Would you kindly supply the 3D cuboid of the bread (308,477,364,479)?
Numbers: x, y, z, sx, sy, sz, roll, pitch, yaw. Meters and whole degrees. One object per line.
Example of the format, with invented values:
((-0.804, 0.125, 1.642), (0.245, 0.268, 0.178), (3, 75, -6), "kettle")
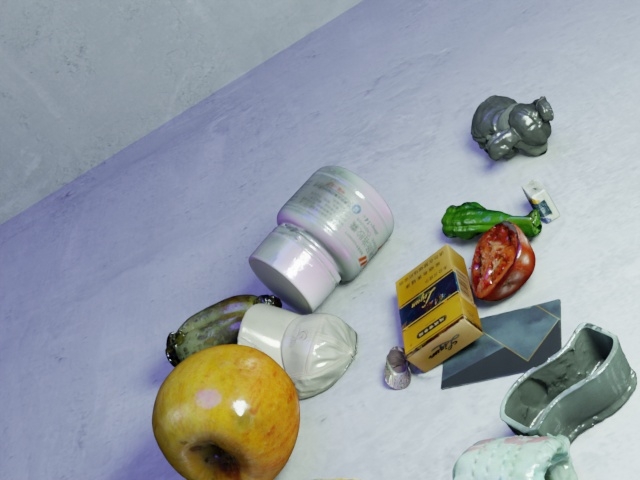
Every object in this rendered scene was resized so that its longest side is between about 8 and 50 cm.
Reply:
((-0.051, 0.520, 1.313), (0.389, 0.183, 0.236), (-12, 33, -11), "bread")

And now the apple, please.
((-0.180, 0.346, 1.674), (0.299, 0.299, 0.275), (-17, 23, 29), "apple")

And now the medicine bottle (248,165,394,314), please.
((0.000, 0.000, 1.977), (0.302, 0.241, 0.241), (-48, 34, -18), "medicine bottle")

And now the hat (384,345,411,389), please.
((0.161, 0.258, 1.691), (0.058, 0.042, 0.087), (-23, 69, 27), "hat")

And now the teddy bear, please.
((0.449, -0.248, 1.962), (0.171, 0.144, 0.251), (-41, 23, 0), "teddy bear")

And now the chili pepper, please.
((0.363, -0.041, 1.814), (0.099, 0.083, 0.253), (-6, 7, -41), "chili pepper")

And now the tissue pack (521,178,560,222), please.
((0.468, -0.085, 1.782), (0.042, 0.083, 0.062), (-33, 32, 8), "tissue pack")

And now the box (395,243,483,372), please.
((0.238, 0.135, 1.712), (0.152, 0.070, 0.237), (-39, 27, 25), "box")

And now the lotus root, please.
((-0.216, 0.222, 1.990), (0.309, 0.173, 0.173), (-25, 34, 19), "lotus root")

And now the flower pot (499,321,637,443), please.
((0.411, 0.253, 1.384), (0.229, 0.108, 0.103), (-41, 32, -4), "flower pot")

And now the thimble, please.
((0.296, 0.381, 1.258), (0.149, 0.185, 0.211), (-9, 34, 35), "thimble")

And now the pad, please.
((0.346, 0.199, 1.612), (0.243, 0.004, 0.163), (-18, 36, 28), "pad")

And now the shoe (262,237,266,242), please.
((-0.084, -0.006, 2.177), (0.228, 0.125, 0.099), (-5, 47, 38), "shoe")

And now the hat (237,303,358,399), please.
((-0.050, 0.205, 1.816), (0.164, 0.226, 0.219), (-34, 27, 46), "hat")

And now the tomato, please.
((0.379, 0.039, 1.693), (0.174, 0.082, 0.166), (-85, 21, -49), "tomato")
